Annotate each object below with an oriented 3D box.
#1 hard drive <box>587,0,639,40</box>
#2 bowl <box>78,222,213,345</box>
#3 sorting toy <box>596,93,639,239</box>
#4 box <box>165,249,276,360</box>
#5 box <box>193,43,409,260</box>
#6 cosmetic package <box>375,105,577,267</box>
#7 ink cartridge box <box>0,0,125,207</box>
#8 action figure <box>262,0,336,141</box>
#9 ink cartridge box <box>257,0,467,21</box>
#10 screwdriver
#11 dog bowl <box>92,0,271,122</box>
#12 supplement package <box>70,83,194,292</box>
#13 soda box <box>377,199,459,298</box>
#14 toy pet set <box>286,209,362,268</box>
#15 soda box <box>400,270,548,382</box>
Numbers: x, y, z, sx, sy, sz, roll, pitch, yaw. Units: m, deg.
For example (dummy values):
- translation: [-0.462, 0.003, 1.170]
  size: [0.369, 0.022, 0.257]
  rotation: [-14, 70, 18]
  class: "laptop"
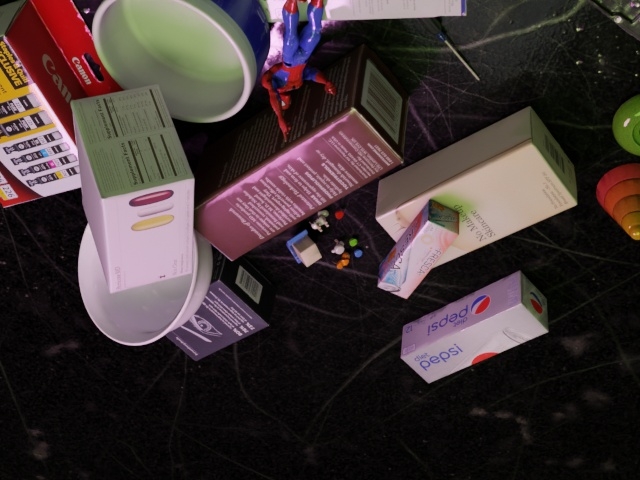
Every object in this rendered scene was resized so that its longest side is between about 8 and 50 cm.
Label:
- translation: [0.423, -0.456, 1.508]
  size: [0.339, 0.064, 0.237]
  rotation: [30, 130, -18]
  class: "hard drive"
- translation: [-0.301, 0.045, 1.987]
  size: [0.298, 0.298, 0.134]
  rotation: [-27, 162, 29]
  class: "bowl"
- translation: [0.539, -0.138, 1.740]
  size: [0.127, 0.126, 0.365]
  rotation: [6, 134, 4]
  class: "sorting toy"
- translation: [-0.215, 0.125, 2.111]
  size: [0.207, 0.108, 0.153]
  rotation: [-26, 124, 29]
  class: "box"
- translation: [-0.042, -0.140, 1.786]
  size: [0.381, 0.191, 0.143]
  rotation: [-27, 123, 30]
  class: "box"
- translation: [0.266, -0.084, 1.842]
  size: [0.309, 0.113, 0.160]
  rotation: [-27, 123, 28]
  class: "cosmetic package"
- translation: [-0.489, -0.236, 1.812]
  size: [0.272, 0.130, 0.309]
  rotation: [-13, 128, 19]
  class: "ink cartridge box"
- translation: [-0.022, -0.265, 1.636]
  size: [0.091, 0.139, 0.280]
  rotation: [-16, 158, -22]
  class: "action figure"
- translation: [0.053, -0.415, 1.606]
  size: [0.332, 0.065, 0.165]
  rotation: [2, 133, 9]
  class: "ink cartridge box"
- translation: [0.208, -0.311, 1.704]
  size: [0.170, 0.024, 0.025]
  rotation: [40, 155, -27]
  class: "screwdriver"
- translation: [-0.215, -0.314, 1.669]
  size: [0.265, 0.104, 0.265]
  rotation: [15, 144, 11]
  class: "dog bowl"
- translation: [-0.301, -0.079, 1.722]
  size: [0.145, 0.204, 0.262]
  rotation: [-14, 148, -16]
  class: "supplement package"
- translation: [0.167, 0.017, 1.833]
  size: [0.063, 0.058, 0.183]
  rotation: [23, 131, -12]
  class: "soda box"
- translation: [0.000, 0.000, 2.013]
  size: [0.114, 0.065, 0.122]
  rotation: [-33, 131, -9]
  class: "toy pet set"
- translation: [0.298, 0.172, 2.084]
  size: [0.286, 0.091, 0.098]
  rotation: [-29, 123, 30]
  class: "soda box"
